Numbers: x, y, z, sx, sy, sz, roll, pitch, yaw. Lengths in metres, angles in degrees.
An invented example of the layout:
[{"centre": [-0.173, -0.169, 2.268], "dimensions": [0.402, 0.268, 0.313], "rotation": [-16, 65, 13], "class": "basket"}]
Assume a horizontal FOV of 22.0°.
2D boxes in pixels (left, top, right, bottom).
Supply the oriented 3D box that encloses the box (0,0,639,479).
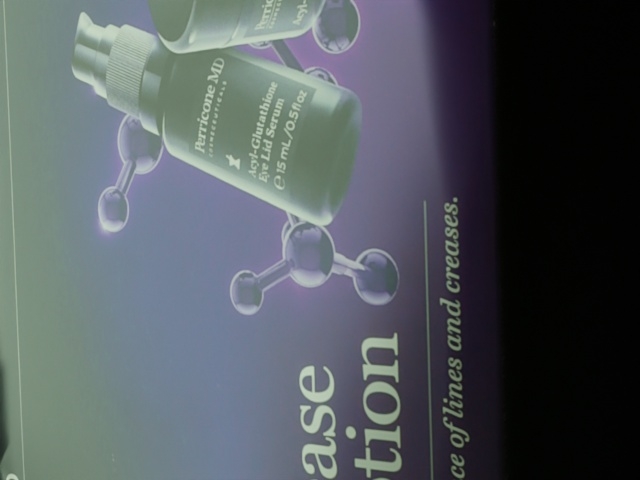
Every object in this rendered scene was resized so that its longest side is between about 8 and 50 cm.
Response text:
[{"centre": [0.000, 0.000, 0.446], "dimensions": [0.103, 0.184, 0.261], "rotation": [-6, -85, -48], "class": "box"}]
